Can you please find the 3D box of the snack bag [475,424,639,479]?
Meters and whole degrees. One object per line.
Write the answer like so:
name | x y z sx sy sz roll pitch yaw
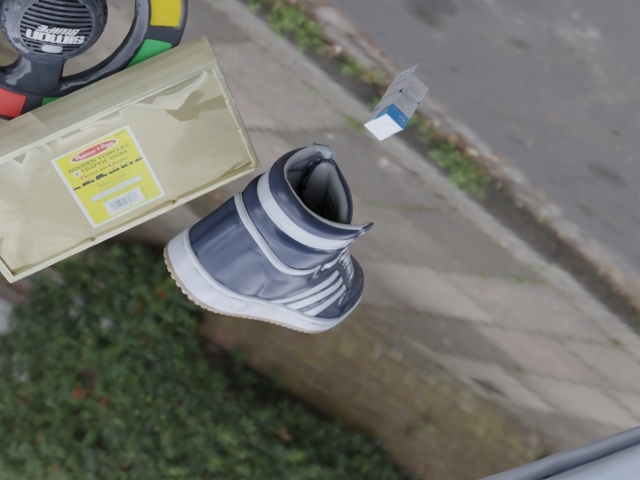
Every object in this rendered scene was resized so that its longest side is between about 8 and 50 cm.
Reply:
snack bag | 0.162 0.306 0.989 0.323 0.343 0.037 -12 -155 -35

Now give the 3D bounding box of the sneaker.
sneaker | 0.000 0.000 1.211 0.282 0.153 0.099 9 -134 -59

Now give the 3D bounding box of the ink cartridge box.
ink cartridge box | 0.089 -0.156 1.518 0.028 0.083 0.048 42 151 -17

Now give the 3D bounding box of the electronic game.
electronic game | -0.224 -0.190 1.137 0.229 0.229 0.048 42 -162 -46

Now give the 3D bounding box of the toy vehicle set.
toy vehicle set | -0.198 -0.070 1.232 0.166 0.266 0.035 71 173 -56
